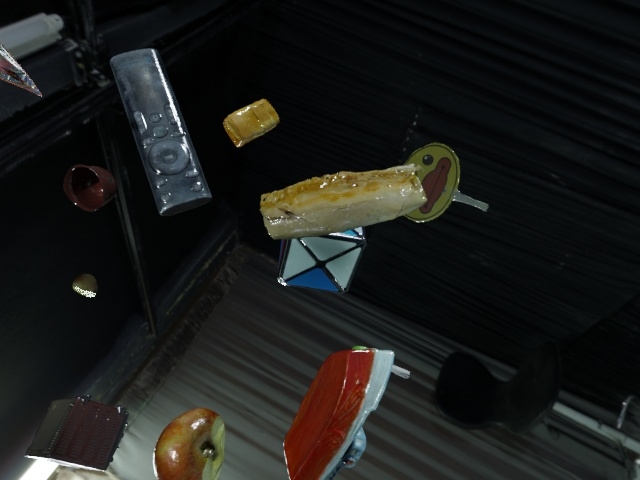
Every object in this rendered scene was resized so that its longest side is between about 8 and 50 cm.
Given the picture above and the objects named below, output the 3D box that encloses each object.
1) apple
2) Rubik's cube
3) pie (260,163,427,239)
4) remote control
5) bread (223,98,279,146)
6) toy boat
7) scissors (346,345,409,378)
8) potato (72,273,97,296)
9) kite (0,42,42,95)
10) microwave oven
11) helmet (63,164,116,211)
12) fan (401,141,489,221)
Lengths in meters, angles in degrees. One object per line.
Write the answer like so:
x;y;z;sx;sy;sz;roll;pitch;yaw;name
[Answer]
-0.304;0.495;1.006;0.173;0.160;0.195;117;158;-59;apple
-0.001;0.000;1.430;0.248;0.249;0.246;-92;15;-49;Rubik's cube
0.041;-0.067;0.719;0.129;0.282;0.068;-97;-8;-49;pie
-0.335;-0.234;0.894;0.107;0.378;0.044;-20;-15;-9;remote control
-0.156;-0.268;0.978;0.132;0.074;0.053;-38;10;-36;bread
0.049;0.346;0.863;0.332;0.133;0.145;-65;22;18;toy boat
0.169;0.350;1.226;0.101;0.204;0.027;-43;27;54;scissors
-0.954;0.183;1.754;0.103;0.096;0.066;-28;37;50;potato
-0.534;-0.290;0.704;0.159;0.190;0.010;41;-118;-46;kite
-0.719;0.577;1.291;0.247;0.188;0.178;-22;46;40;microwave oven
-0.752;-0.180;1.435;0.106;0.175;0.155;-41;-62;-65;helmet
0.323;-0.149;1.193;0.011;0.335;0.230;9;-73;-41;fan
